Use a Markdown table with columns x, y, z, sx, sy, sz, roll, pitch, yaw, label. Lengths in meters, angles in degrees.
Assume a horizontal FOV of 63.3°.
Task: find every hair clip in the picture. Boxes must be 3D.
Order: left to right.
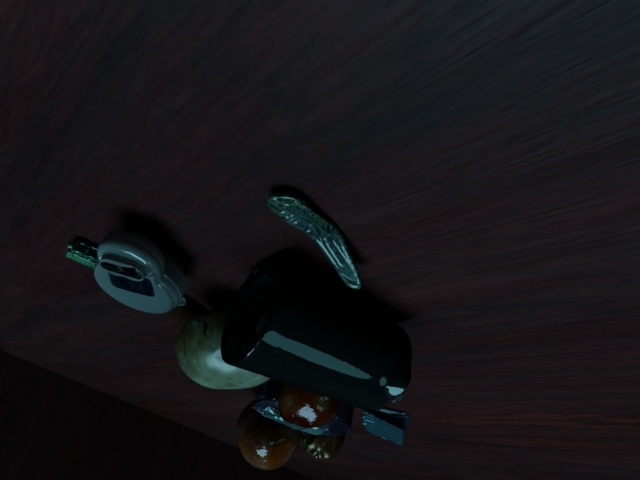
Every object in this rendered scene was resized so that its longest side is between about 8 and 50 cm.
| x | y | z | sx | sy | sz | roll | pitch | yaw | label |
| --- | --- | --- | --- | --- | --- | --- | --- | --- | --- |
| 0.000 | -0.002 | 0.802 | 0.066 | 0.036 | 0.229 | -15 | 131 | 37 | hair clip |

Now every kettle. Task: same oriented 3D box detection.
| x | y | z | sx | sy | sz | roll | pitch | yaw | label |
| --- | --- | --- | --- | --- | --- | --- | --- | --- | --- |
| -0.017 | 0.191 | 0.977 | 0.308 | 0.203 | 0.262 | 29 | 146 | -24 | kettle |

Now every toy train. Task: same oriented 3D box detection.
| x | y | z | sx | sy | sz | roll | pitch | yaw | label |
| --- | --- | --- | --- | --- | --- | --- | --- | --- | --- |
| -0.480 | 0.043 | 1.136 | 0.148 | 0.038 | 0.071 | 28 | 151 | -18 | toy train |

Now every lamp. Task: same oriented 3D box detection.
| x | y | z | sx | sy | sz | roll | pitch | yaw | label |
| --- | --- | --- | --- | --- | --- | --- | --- | --- | --- |
| -0.348 | 0.053 | 1.010 | 0.180 | 0.107 | 0.246 | 12 | 148 | 1 | lamp |

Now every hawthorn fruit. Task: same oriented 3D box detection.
| x | y | z | sx | sy | sz | roll | pitch | yaw | label |
| --- | --- | --- | --- | --- | --- | --- | --- | --- | --- |
| -0.171 | 0.680 | 1.801 | 0.232 | 0.262 | 0.235 | -19 | -174 | 2 | hawthorn fruit |
| -0.023 | 0.405 | 1.371 | 0.169 | 0.169 | 0.188 | 29 | 134 | -18 | hawthorn fruit |

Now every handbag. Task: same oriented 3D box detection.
| x | y | z | sx | sy | sz | roll | pitch | yaw | label |
| --- | --- | --- | --- | --- | --- | --- | --- | --- | --- |
| 0.204 | 0.584 | 1.653 | 0.144 | 0.057 | 0.221 | 14 | 150 | 15 | handbag |

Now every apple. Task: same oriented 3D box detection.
| x | y | z | sx | sy | sz | roll | pitch | yaw | label |
| --- | --- | --- | --- | --- | --- | --- | --- | --- | --- |
| 0.014 | 0.679 | 1.806 | 0.156 | 0.158 | 0.147 | -21 | 135 | 42 | apple |

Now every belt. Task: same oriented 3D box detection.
| x | y | z | sx | sy | sz | roll | pitch | yaw | label |
| --- | --- | --- | --- | --- | --- | --- | --- | --- | --- |
| -0.045 | 0.503 | 1.589 | 0.325 | 0.122 | 0.260 | 31 | 141 | -27 | belt |

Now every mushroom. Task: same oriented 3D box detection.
| x | y | z | sx | sy | sz | roll | pitch | yaw | label |
| --- | --- | --- | --- | --- | --- | --- | --- | --- | --- |
| -0.201 | 0.237 | 1.162 | 0.255 | 0.184 | 0.254 | 14 | 147 | 10 | mushroom |

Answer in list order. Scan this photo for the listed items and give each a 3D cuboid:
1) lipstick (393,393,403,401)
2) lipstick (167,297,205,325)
| x | y | z | sx | sy | sz | roll | pitch | yaw | label |
| --- | --- | --- | --- | --- | --- | --- | --- | --- | --- |
| 0.168 | 0.425 | 1.419 | 0.038 | 0.038 | 0.131 | 32 | 148 | -23 | lipstick |
| -0.280 | 0.223 | 1.308 | 0.057 | 0.057 | 0.356 | -6 | 143 | 35 | lipstick |
